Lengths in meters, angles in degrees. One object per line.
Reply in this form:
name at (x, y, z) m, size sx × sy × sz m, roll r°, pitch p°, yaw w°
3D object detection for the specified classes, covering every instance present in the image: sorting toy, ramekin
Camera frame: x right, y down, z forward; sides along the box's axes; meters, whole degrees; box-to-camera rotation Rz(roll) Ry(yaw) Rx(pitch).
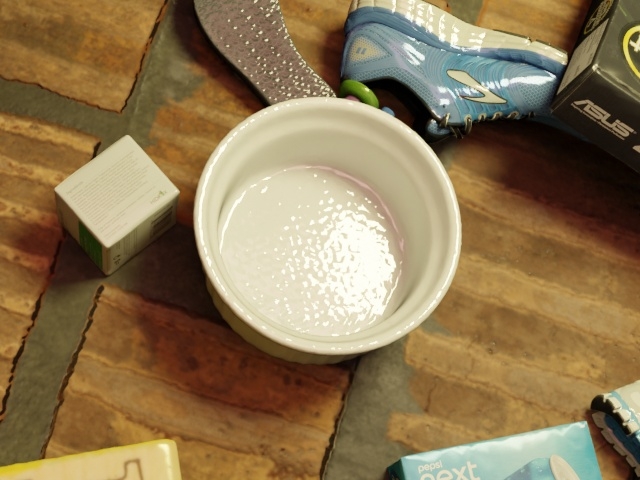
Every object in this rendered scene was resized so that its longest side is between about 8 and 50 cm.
sorting toy at (0.050, -0.130, 1.317) m, size 0.042 × 0.061 × 0.102 m, roll -53°, pitch 124°, yaw -26°
ramekin at (0.000, 0.000, 1.246) m, size 0.277 × 0.135 × 0.277 m, roll 3°, pitch 71°, yaw -8°

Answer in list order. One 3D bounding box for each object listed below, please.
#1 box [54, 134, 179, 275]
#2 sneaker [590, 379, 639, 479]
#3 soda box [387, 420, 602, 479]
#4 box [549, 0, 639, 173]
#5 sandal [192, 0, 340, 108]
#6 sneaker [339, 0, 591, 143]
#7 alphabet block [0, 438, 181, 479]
box at (-0.215, -0.036, 1.238) m, size 0.102 × 0.101 × 0.087 m, roll -39°, pitch 81°, yaw -19°
sneaker at (0.381, 0.235, 1.272) m, size 0.082 × 0.071 × 0.191 m, roll -25°, pitch 78°, yaw -23°
soda box at (0.183, 0.247, 1.232) m, size 0.210 × 0.067 × 0.071 m, roll -9°, pitch 73°, yaw -12°
box at (0.456, -0.206, 1.342) m, size 0.318 × 0.097 × 0.395 m, roll 35°, pitch 52°, yaw -8°
sandal at (-0.068, -0.214, 1.357) m, size 0.097 × 0.054 × 0.255 m, roll -31°, pitch 89°, yaw -11°
sneaker at (0.174, -0.168, 1.355) m, size 0.329 × 0.130 × 0.147 m, roll 18°, pitch 84°, yaw 0°
alphabet block at (-0.217, 0.306, 1.078) m, size 0.193 × 0.192 × 0.197 m, roll -7°, pitch 74°, yaw -14°
